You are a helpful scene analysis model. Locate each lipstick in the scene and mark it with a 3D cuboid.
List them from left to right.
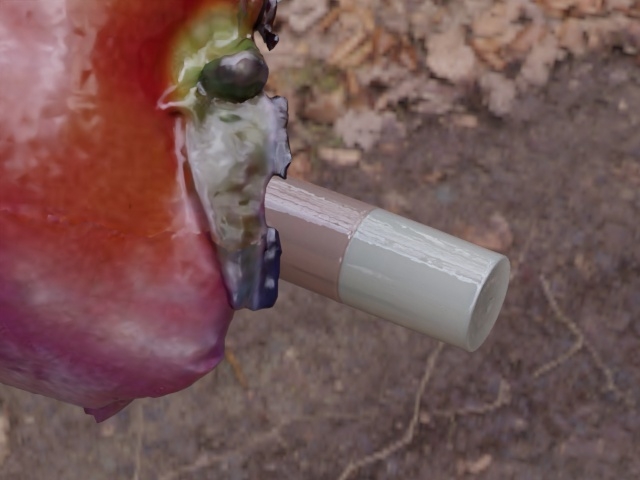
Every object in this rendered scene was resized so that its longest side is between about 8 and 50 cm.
[{"bbox_3d":[0.000,0.000,1.004,0.254,0.070,0.070,21,45,22],"label":"lipstick"}]

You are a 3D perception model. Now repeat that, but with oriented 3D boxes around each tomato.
[{"bbox_3d":[-0.154,-0.083,0.694,0.176,0.334,0.290,4,-1,-30],"label":"tomato"}]

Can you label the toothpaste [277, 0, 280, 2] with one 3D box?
[{"bbox_3d":[-0.110,-0.344,1.530,0.080,0.125,0.371,-9,35,-12],"label":"toothpaste"}]
